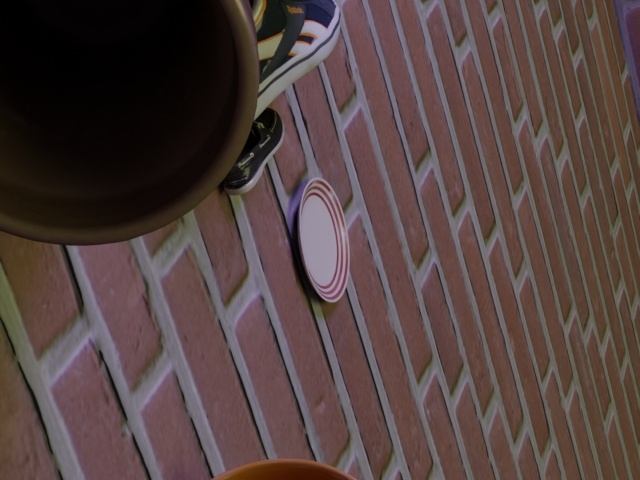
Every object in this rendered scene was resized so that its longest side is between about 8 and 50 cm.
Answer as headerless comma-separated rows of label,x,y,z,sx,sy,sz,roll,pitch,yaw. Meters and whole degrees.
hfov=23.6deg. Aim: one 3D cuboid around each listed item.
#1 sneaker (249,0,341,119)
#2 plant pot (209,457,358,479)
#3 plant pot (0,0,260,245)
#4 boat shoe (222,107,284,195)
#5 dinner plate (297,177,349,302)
sneaker,-0.070,-0.212,1.472,0.321,0.126,0.127,-56,140,-55
plant pot,-0.029,0.328,1.337,0.188,0.205,0.205,82,17,-44
plant pot,-0.170,-0.162,1.110,0.229,0.263,0.263,-90,162,-62
boat shoe,-0.072,-0.098,1.540,0.125,0.046,0.038,-63,144,-41
dinner plate,0.000,0.000,1.710,0.141,0.017,0.141,-7,90,-67
